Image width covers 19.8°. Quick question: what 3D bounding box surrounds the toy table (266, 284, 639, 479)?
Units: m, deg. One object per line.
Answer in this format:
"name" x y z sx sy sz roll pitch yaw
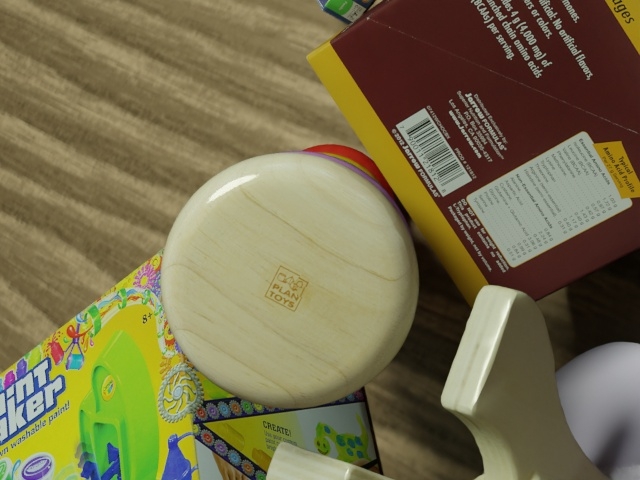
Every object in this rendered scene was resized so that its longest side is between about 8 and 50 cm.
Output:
"toy table" 0.104 0.172 1.004 0.252 0.161 0.274 -4 68 46

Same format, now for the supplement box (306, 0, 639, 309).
"supplement box" 0.138 -0.091 1.043 0.194 0.129 0.191 -30 96 34

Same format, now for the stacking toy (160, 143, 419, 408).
"stacking toy" 0.000 0.000 1.133 0.141 0.141 0.330 -57 -1 11

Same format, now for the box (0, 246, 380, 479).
"box" -0.116 0.212 1.208 0.290 0.177 0.279 -37 47 30

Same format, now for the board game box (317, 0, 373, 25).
"board game box" 0.017 -0.274 1.404 0.136 0.035 0.201 -49 43 19
